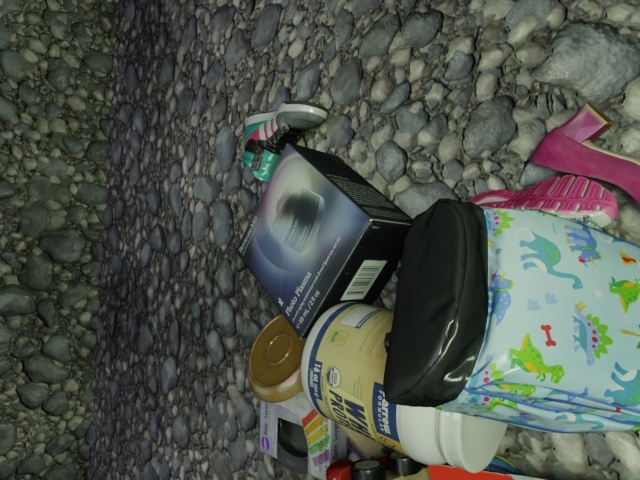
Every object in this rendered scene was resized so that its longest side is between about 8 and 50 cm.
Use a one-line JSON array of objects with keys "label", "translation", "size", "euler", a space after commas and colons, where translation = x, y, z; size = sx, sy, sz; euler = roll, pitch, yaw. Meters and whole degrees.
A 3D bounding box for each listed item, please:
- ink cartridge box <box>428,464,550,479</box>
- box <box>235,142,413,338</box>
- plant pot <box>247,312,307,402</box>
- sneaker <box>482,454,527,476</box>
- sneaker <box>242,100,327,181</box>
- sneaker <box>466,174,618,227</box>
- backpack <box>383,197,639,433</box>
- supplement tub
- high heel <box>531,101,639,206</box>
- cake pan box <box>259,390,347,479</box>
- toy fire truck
[{"label": "ink cartridge box", "translation": [0.339, 0.498, 0.640], "size": [0.384, 0.091, 0.309], "euler": [-9, 95, 37]}, {"label": "box", "translation": [0.000, 0.000, 0.997], "size": [0.294, 0.182, 0.297], "euler": [46, 118, 37]}, {"label": "plant pot", "translation": [-0.090, 0.259, 1.089], "size": [0.236, 0.032, 0.237], "euler": [-27, 40, 25]}, {"label": "sneaker", "translation": [0.333, 0.414, 0.721], "size": [0.209, 0.082, 0.069], "euler": [18, 98, 42]}, {"label": "sneaker", "translation": [-0.101, -0.231, 1.141], "size": [0.295, 0.123, 0.179], "euler": [1, 83, 52]}, {"label": "sneaker", "translation": [0.335, -0.025, 0.723], "size": [0.252, 0.103, 0.111], "euler": [-3, 120, 61]}, {"label": "backpack", "translation": [0.295, 0.109, 0.589], "size": [0.273, 0.355, 0.290], "euler": [-40, 28, 56]}, {"label": "supplement tub", "translation": [0.144, 0.242, 0.809], "size": [0.316, 0.228, 0.229], "euler": [6, 92, 44]}, {"label": "high heel", "translation": [0.419, -0.080, 0.673], "size": [0.244, 0.082, 0.117], "euler": [58, 135, 23]}, {"label": "cake pan box", "translation": [-0.044, 0.401, 1.093], "size": [0.245, 0.070, 0.267], "euler": [0, 87, 46]}, {"label": "toy fire truck", "translation": [0.091, 0.427, 0.875], "size": [0.246, 0.216, 0.159], "euler": [-22, 72, 56]}]
